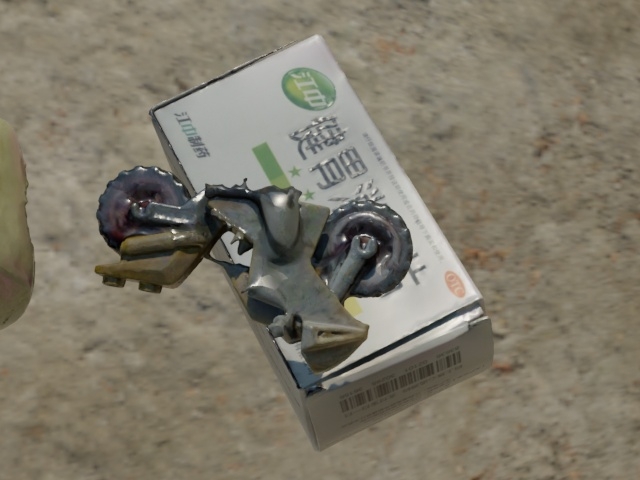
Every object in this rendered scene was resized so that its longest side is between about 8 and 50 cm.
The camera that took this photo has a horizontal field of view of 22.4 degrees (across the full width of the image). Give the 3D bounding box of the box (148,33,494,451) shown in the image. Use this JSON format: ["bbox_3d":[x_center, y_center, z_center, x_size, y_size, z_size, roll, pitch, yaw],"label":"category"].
[{"bbox_3d":[0.001,0.002,1.413,0.173,0.145,0.332,-26,61,-6],"label":"box"}]

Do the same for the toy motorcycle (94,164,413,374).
[{"bbox_3d":[-0.052,0.022,1.152,0.229,0.094,0.129,9,86,3],"label":"toy motorcycle"}]

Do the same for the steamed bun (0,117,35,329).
[{"bbox_3d":[-0.312,-0.023,1.092,0.152,0.239,0.169,119,150,-59],"label":"steamed bun"}]
